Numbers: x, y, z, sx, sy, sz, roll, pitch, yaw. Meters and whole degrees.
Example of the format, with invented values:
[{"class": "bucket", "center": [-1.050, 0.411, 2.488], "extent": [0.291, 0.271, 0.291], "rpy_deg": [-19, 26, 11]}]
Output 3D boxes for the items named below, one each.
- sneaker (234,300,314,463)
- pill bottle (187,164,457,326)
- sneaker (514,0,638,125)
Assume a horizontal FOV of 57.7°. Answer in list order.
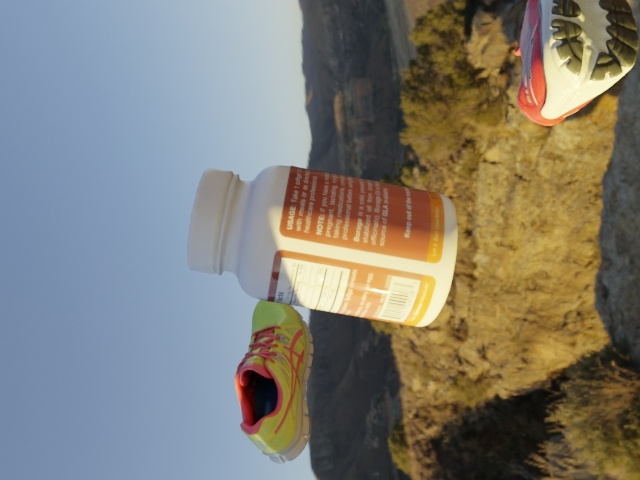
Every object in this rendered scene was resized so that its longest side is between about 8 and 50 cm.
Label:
[{"class": "sneaker", "center": [-0.061, 0.149, 0.695], "extent": [0.094, 0.081, 0.209], "rpy_deg": [45, -152, -47]}, {"class": "pill bottle", "center": [0.000, 0.000, 0.511], "extent": [0.121, 0.216, 0.121], "rpy_deg": [-169, 90, -87]}, {"class": "sneaker", "center": [0.240, -0.239, 0.586], "extent": [0.118, 0.107, 0.279], "rpy_deg": [117, 172, -65]}]
